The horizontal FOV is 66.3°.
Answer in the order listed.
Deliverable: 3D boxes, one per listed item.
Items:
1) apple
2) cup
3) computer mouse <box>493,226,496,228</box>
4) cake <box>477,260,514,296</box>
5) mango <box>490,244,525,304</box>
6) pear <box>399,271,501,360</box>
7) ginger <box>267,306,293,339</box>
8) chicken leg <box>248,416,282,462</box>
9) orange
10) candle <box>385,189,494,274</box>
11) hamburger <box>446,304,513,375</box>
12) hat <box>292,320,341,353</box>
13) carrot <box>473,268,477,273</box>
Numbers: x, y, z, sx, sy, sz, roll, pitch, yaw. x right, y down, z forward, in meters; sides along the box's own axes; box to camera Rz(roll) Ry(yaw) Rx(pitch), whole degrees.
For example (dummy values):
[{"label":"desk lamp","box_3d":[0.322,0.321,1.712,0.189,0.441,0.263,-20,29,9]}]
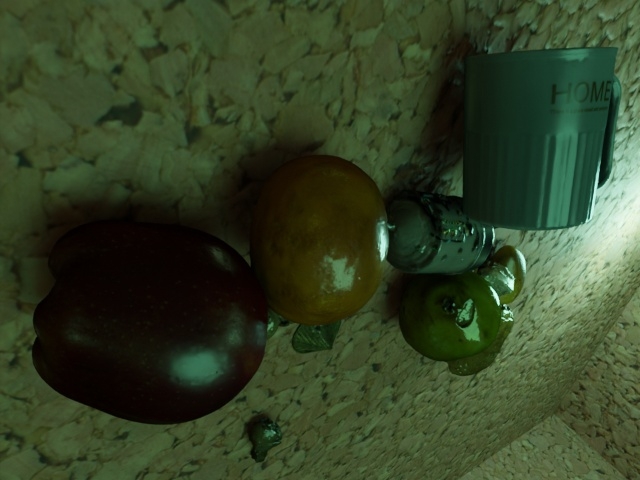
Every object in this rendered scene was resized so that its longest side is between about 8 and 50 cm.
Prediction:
[{"label":"apple","box_3d":[-0.233,0.108,0.706,0.317,0.288,0.288,17,112,-25]},{"label":"cup","box_3d":[0.421,-0.203,0.965,0.331,0.256,0.311,-24,117,-51]},{"label":"computer mouse","box_3d":[0.427,-0.059,1.257,0.232,0.057,0.120,-19,164,4]},{"label":"cake","box_3d":[0.458,0.146,1.471,0.220,0.086,0.117,-33,105,34]},{"label":"mango","box_3d":[0.571,0.100,1.532,0.141,0.102,0.217,-10,129,-2]},{"label":"pear","box_3d":[0.338,0.194,1.295,0.269,0.269,0.321,-48,152,4]},{"label":"ginger","box_3d":[-0.070,0.139,1.027,0.204,0.080,0.104,-31,170,-16]},{"label":"chicken leg","box_3d":[-0.151,0.542,1.309,0.085,0.069,0.198,-14,138,-30]},{"label":"orange","box_3d":[0.000,0.000,0.816,0.226,0.284,0.284,4,132,8]},{"label":"candle","box_3d":[0.223,-0.019,1.070,0.330,0.187,0.187,3,121,-39]},{"label":"hamburger","box_3d":[0.532,0.328,1.655,0.259,0.144,0.283,0,117,-37]},{"label":"hat","box_3d":[0.010,0.240,1.188,0.146,0.067,0.146,-23,135,-25]},{"label":"carrot","box_3d":[0.401,0.155,1.465,0.062,0.066,0.271,14,123,-3]}]
